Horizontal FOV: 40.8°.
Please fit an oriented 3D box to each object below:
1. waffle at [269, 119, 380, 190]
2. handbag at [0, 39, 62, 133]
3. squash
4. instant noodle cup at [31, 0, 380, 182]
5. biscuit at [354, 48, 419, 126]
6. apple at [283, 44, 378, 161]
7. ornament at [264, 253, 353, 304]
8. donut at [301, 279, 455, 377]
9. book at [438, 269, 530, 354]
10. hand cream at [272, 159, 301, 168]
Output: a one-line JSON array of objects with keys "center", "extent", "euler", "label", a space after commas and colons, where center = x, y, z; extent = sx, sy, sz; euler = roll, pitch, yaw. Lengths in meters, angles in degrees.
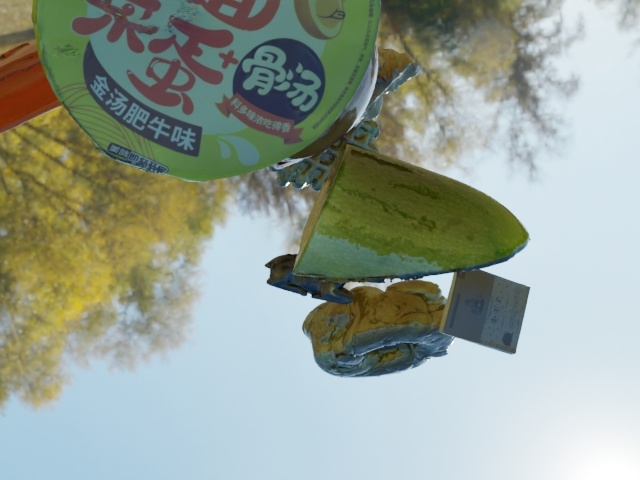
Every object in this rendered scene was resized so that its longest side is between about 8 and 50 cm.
[{"center": [0.001, -0.259, 1.972], "extent": [0.292, 0.309, 0.056], "euler": [-24, -140, -14], "label": "waffle"}, {"center": [-0.599, -0.260, 1.537], "extent": [0.410, 0.116, 0.304], "euler": [-36, -152, -30], "label": "handbag"}, {"center": [0.144, -0.009, 1.312], "extent": [0.309, 0.210, 0.233], "euler": [23, -161, -5], "label": "squash"}, {"center": [-0.119, -0.236, 0.826], "extent": [0.312, 0.311, 0.221], "euler": [-16, -149, -8], "label": "instant noodle cup"}, {"center": [0.095, -0.298, 1.657], "extent": [0.183, 0.118, 0.061], "euler": [-42, -158, 27], "label": "biscuit"}, {"center": [-0.056, -0.228, 1.133], "extent": [0.254, 0.253, 0.253], "euler": [-12, -165, 3], "label": "apple"}, {"center": [0.000, 0.000, 1.820], "extent": [0.202, 0.236, 0.080], "euler": [15, -165, -3], "label": "ornament"}, {"center": [0.139, 0.210, 2.033], "extent": [0.361, 0.170, 0.360], "euler": [-9, 154, -4], "label": "donut"}, {"center": [0.315, 0.131, 1.632], "extent": [0.199, 0.138, 0.016], "euler": [19, 172, -32], "label": "book"}, {"center": [-0.071, -0.246, 1.697], "extent": [0.125, 0.193, 0.193], "euler": [-23, -164, -6], "label": "hand cream"}]
